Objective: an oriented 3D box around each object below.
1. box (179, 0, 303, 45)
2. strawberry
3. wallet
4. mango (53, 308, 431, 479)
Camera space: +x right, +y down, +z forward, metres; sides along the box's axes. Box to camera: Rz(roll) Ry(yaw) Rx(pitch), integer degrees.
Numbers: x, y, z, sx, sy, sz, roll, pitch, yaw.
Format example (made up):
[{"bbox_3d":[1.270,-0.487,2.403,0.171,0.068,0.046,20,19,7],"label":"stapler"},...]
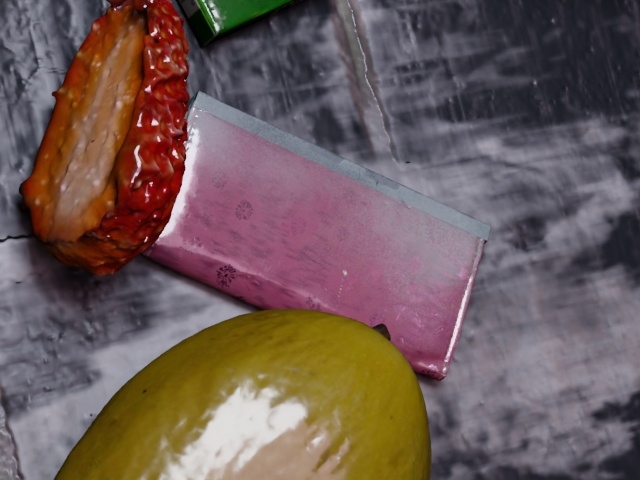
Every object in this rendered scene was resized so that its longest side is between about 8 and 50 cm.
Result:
[{"bbox_3d":[-0.078,-0.263,1.196,0.132,0.034,0.235,-29,91,-26],"label":"box"},{"bbox_3d":[-0.115,-0.066,1.091,0.082,0.121,0.188,28,68,-37],"label":"strawberry"},{"bbox_3d":[0.000,0.000,1.178,0.232,0.025,0.119,24,69,-18],"label":"wallet"},{"bbox_3d":[-0.066,0.170,1.048,0.331,0.142,0.195,-40,90,-25],"label":"mango"}]
